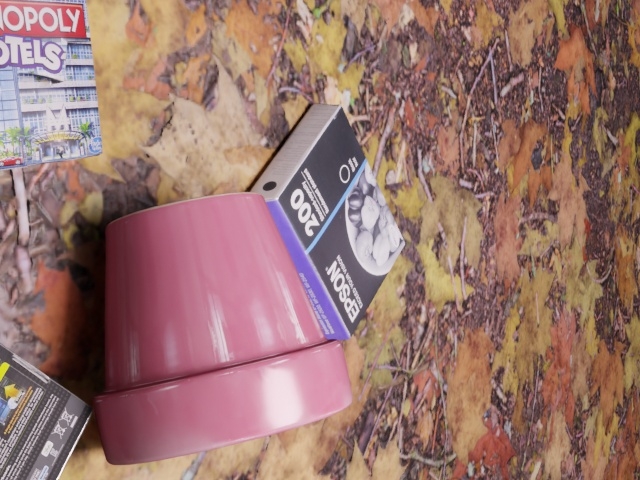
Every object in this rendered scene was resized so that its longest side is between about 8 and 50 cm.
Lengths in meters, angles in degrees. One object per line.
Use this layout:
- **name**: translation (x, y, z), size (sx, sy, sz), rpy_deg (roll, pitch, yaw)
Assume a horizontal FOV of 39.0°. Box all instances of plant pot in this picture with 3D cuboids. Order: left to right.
- **plant pot**: translation (-0.088, 0.063, 0.717), size (0.201, 0.201, 0.180), rpy_deg (-6, 82, -54)

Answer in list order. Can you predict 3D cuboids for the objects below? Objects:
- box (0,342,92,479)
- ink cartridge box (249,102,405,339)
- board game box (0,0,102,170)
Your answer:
- **box**: translation (-0.284, 0.170, 0.549), size (0.216, 0.060, 0.270), rpy_deg (50, 53, -43)
- **ink cartridge box**: translation (0.000, 0.000, 0.944), size (0.208, 0.045, 0.206), rpy_deg (-56, 135, -34)
- **board game box**: translation (-0.227, -0.145, 0.606), size (0.194, 0.060, 0.194), rpy_deg (-17, 107, -52)
